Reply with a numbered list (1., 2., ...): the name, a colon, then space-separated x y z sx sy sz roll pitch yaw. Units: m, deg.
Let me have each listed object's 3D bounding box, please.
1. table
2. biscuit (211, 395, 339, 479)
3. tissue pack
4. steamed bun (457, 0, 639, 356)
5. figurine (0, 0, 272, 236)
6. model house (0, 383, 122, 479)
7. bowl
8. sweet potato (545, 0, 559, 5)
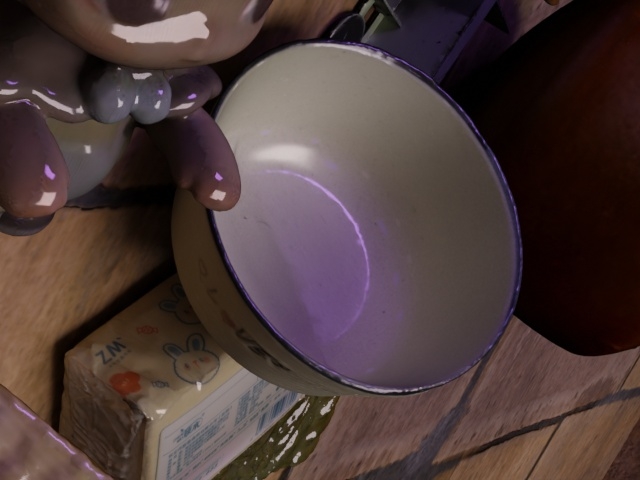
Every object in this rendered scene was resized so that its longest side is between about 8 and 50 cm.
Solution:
1. table: 0.064 -0.136 1.126 0.146 0.062 0.175 -56 161 -2
2. biscuit: -0.043 0.138 1.305 0.273 0.036 0.187 -10 130 -61
3. tissue pack: -0.090 0.095 1.077 0.196 0.092 0.148 -39 152 -41
4. steamed bun: 0.214 -0.047 1.207 0.248 0.235 0.379 -49 -175 -11
5. figurine: -0.084 -0.137 0.665 0.248 0.203 0.381 -5 140 -45
6. model house: -0.207 0.139 0.702 0.193 0.234 0.175 -52 158 -18
7. bowl: 0.000 0.000 1.000 0.237 0.238 0.126 -37 -177 -40
8. sweet potato: 0.202 -0.256 1.276 0.044 0.044 0.179 -44 155 -28
